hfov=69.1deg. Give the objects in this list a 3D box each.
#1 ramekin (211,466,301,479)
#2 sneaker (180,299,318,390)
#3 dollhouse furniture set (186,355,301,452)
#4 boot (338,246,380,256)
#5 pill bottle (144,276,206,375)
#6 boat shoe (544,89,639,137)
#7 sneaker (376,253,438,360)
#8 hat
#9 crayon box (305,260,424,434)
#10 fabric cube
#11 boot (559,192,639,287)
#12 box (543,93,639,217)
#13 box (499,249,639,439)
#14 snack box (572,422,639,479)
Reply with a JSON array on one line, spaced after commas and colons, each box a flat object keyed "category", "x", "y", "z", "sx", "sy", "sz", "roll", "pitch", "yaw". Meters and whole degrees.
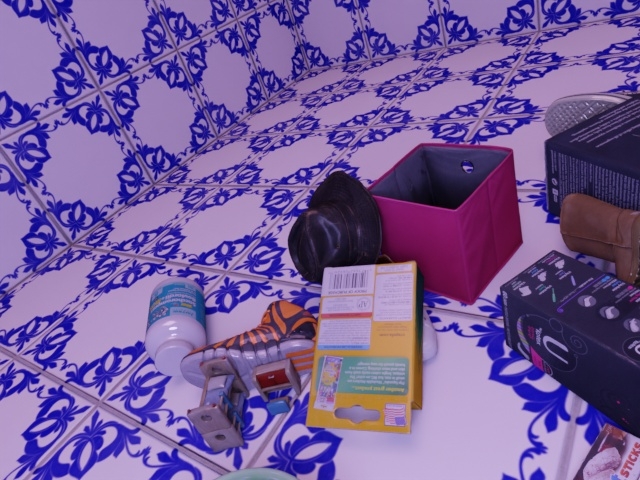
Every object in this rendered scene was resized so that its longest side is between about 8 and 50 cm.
[{"category": "ramekin", "x": -0.096, "y": 0.488, "z": 0.621, "sx": 0.303, "sy": 0.148, "sz": 0.303, "roll": -16, "pitch": 32, "yaw": 10}, {"category": "sneaker", "x": -0.152, "y": 0.240, "z": 1.076, "sx": 0.320, "sy": 0.125, "sz": 0.180, "roll": -8, "pitch": 29, "yaw": 2}, {"category": "dollhouse furniture set", "x": -0.146, "y": 0.312, "z": 0.933, "sx": 0.183, "sy": 0.129, "sz": 0.129, "roll": -16, "pitch": 32, "yaw": 8}, {"category": "boot", "x": 0.048, "y": 0.028, "z": 1.281, "sx": 0.211, "sy": 0.104, "sz": 0.295, "roll": -22, "pitch": 22, "yaw": 9}, {"category": "pill bottle", "x": -0.366, "y": 0.219, "z": 1.188, "sx": 0.146, "sy": 0.146, "sz": 0.264, "roll": -23, "pitch": 32, "yaw": -3}, {"category": "boat shoe", "x": 0.871, "y": -0.314, "z": 1.237, "sx": 0.499, "sy": 0.187, "sz": 0.156, "roll": 13, "pitch": 40, "yaw": 35}, {"category": "sneaker", "x": 0.166, "y": 0.136, "z": 1.023, "sx": 0.105, "sy": 0.123, "sz": 0.290, "roll": -20, "pitch": 33, "yaw": -2}, {"category": "hat", "x": 0.000, "y": 0.000, "z": 1.113, "sx": 0.133, "sy": 0.332, "sz": 0.331, "roll": -7, "pitch": 22, "yaw": -31}, {"category": "crayon box", "x": 0.094, "y": 0.208, "z": 0.916, "sx": 0.202, "sy": 0.083, "sz": 0.323, "roll": -6, "pitch": 59, "yaw": 24}, {"category": "fabric cube", "x": 0.297, "y": -0.053, "z": 1.101, "sx": 0.254, "sy": 0.258, "sz": 0.259, "roll": 16, "pitch": 47, "yaw": 45}, {"category": "boot", "x": 0.579, "y": 0.032, "z": 0.931, "sx": 0.089, "sy": 0.236, "sz": 0.269, "roll": 1, "pitch": 10, "yaw": -1}, {"category": "box", "x": 0.746, "y": -0.135, "z": 1.001, "sx": 0.293, "sy": 0.212, "sz": 0.395, "roll": -26, "pitch": 31, "yaw": -8}, {"category": "box", "x": 0.455, "y": 0.159, "z": 0.774, "sx": 0.143, "sy": 0.165, "sz": 0.270, "roll": -30, "pitch": 32, "yaw": -15}, {"category": "snack box", "x": 0.402, "y": 0.345, "z": 0.661, "sx": 0.178, "sy": 0.022, "sz": 0.064, "roll": -39, "pitch": 37, "yaw": -26}]
